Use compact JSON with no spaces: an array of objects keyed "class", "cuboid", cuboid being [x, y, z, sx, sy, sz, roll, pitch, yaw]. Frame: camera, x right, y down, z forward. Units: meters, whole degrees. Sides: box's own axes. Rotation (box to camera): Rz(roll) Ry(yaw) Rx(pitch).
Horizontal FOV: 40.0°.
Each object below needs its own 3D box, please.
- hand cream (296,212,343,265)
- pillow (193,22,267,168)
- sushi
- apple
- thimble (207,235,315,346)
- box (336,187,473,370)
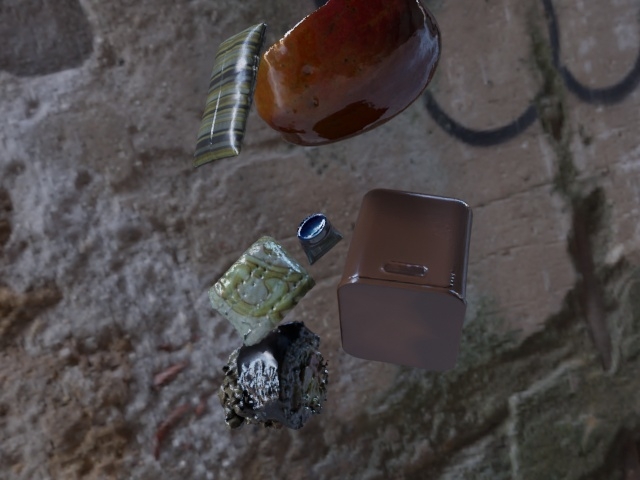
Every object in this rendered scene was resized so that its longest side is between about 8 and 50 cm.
[{"class":"hand cream","cuboid":[0.000,0.000,2.290,0.120,0.061,0.270,-42,-18,-3]},{"class":"pillow","cuboid":[-0.131,-0.204,1.242,0.038,0.203,0.113,23,-22,-37]},{"class":"sushi","cuboid":[-0.113,0.293,1.872,0.218,0.225,0.238,-10,-19,35]},{"class":"apple","cuboid":[0.040,-0.329,1.592,0.365,0.329,0.295,-34,39,3]},{"class":"thimble","cuboid":[-0.119,0.098,1.713,0.190,0.143,0.137,-46,1,-11]},{"class":"box","cuboid":[0.177,0.080,1.765,0.239,0.339,0.229,9,60,9]}]
